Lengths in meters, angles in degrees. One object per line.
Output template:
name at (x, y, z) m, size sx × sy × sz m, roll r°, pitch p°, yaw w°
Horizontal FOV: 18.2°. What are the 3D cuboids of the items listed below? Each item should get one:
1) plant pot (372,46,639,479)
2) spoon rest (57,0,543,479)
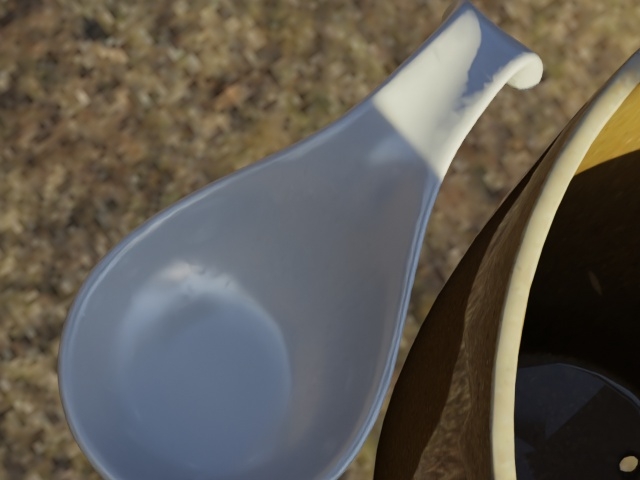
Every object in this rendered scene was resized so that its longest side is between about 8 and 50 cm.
plant pot at (0.108, 0.072, 0.550) m, size 0.237 × 0.254 × 0.237 m, roll 4°, pitch 77°, yaw -18°
spoon rest at (0.000, 0.000, 0.861) m, size 0.137 × 0.276 × 0.084 m, roll 37°, pitch -16°, yaw 5°
